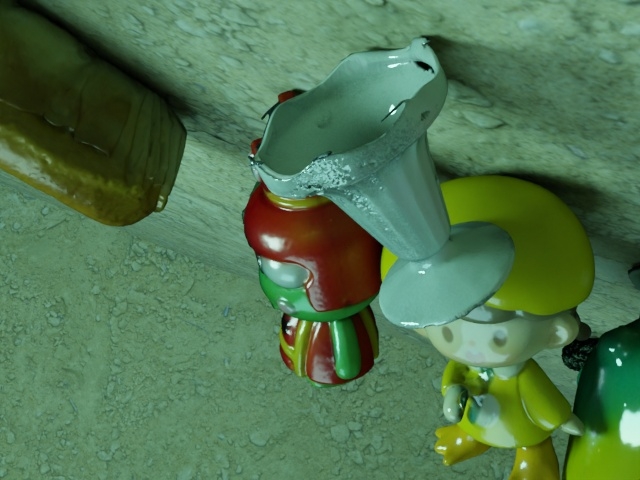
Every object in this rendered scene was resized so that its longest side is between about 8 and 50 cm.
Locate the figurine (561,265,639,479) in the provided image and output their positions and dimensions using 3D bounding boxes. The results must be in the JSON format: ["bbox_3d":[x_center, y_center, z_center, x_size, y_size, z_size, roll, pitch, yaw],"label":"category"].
[{"bbox_3d":[0.377,0.202,0.852,0.232,0.340,0.324,24,167,-17],"label":"figurine"}]

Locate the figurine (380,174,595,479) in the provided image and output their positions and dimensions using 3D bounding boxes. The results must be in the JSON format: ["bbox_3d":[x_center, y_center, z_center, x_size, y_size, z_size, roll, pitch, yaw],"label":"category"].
[{"bbox_3d":[0.176,0.098,0.841,0.215,0.343,0.187,3,-153,23],"label":"figurine"}]

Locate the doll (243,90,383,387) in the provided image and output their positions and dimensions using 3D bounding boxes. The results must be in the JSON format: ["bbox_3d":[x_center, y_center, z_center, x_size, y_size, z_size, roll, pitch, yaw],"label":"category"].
[{"bbox_3d":[-0.001,0.001,0.902,0.182,0.160,0.363,-114,8,-57],"label":"doll"}]

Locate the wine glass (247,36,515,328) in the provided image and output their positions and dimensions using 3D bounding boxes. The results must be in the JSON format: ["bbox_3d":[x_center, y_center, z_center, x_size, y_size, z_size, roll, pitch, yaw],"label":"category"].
[{"bbox_3d":[0.061,-0.040,0.643,0.165,0.165,0.196,9,143,52],"label":"wine glass"}]

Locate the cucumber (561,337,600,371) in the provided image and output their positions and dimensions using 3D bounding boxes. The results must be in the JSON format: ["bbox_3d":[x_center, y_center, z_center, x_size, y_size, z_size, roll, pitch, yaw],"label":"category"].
[{"bbox_3d":[0.490,0.202,1.365,0.072,0.072,0.300,24,170,-11],"label":"cucumber"}]

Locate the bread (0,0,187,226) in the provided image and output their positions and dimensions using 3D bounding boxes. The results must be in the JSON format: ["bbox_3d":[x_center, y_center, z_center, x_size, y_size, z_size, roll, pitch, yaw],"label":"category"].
[{"bbox_3d":[-0.344,-0.157,0.953,0.389,0.183,0.236,28,171,-30],"label":"bread"}]

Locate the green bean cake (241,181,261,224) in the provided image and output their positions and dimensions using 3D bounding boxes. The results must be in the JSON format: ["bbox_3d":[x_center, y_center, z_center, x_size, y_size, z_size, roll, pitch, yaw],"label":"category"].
[{"bbox_3d":[0.001,-0.026,1.119,0.194,0.107,0.208,18,170,5],"label":"green bean cake"}]
